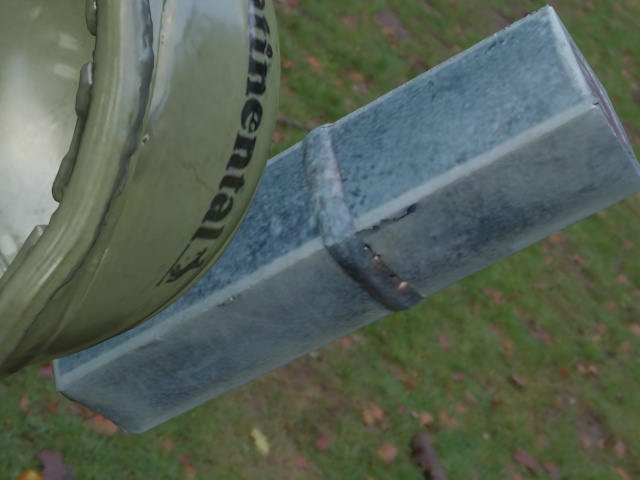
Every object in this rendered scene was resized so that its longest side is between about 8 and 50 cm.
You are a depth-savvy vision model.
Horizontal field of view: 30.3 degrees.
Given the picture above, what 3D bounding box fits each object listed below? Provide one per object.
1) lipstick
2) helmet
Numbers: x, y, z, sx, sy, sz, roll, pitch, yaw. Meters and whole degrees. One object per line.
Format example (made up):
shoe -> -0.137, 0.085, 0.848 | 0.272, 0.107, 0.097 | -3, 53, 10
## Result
lipstick -> 0.000, 0.000, 0.554 | 0.076, 0.289, 0.077 | 43, 27, -46
helmet -> -0.078, -0.068, 0.421 | 0.137, 0.258, 0.204 | 3, 20, -42
